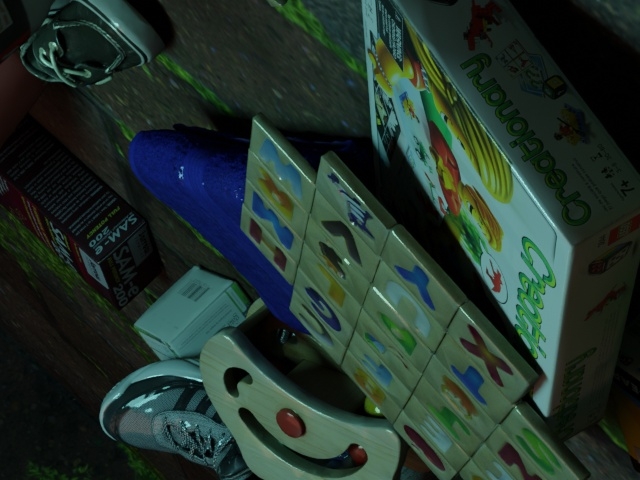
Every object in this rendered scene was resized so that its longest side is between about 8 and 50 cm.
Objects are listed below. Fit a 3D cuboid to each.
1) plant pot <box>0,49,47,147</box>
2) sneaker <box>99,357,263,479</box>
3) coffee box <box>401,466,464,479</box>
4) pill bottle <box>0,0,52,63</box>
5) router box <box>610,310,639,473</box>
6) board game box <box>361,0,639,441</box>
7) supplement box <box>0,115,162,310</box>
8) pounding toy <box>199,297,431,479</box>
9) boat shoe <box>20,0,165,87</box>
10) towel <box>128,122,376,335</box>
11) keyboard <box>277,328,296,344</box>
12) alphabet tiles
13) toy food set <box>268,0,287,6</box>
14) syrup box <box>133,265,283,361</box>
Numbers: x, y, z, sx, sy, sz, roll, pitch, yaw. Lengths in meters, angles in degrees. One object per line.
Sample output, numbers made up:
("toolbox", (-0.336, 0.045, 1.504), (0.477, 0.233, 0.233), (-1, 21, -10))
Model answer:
("plant pot", (-0.402, -0.131, 1.745), (0.275, 0.243, 0.275), (47, 177, 3))
("sneaker", (-0.097, 0.193, 1.789), (0.269, 0.153, 0.101), (-2, 126, 17))
("coffee box", (0.112, 0.274, 1.709), (0.168, 0.119, 0.297), (50, 165, -8))
("pill bottle", (-0.305, -0.166, 1.221), (0.210, 0.363, 0.210), (43, 164, 15))
("router box", (0.250, 0.131, 1.101), (0.179, 0.046, 0.133), (35, 161, 39))
("board game box", (0.095, -0.019, 1.036), (0.193, 0.053, 0.305), (57, 170, 23))
("supplement box", (-0.283, -0.043, 2.050), (0.239, 0.073, 0.130), (40, 163, 20))
("pounding toy", (0.005, 0.114, 1.639), (0.269, 0.155, 0.154), (12, 127, 38))
("boat shoe", (-0.184, -0.151, 1.491), (0.078, 0.070, 0.219), (45, 168, -16))
("towel", (0.000, 0.000, 1.412), (0.227, 0.076, 0.308), (45, 166, -26))
("keyboard", (-0.032, 0.064, 1.744), (0.108, 0.023, 0.180), (44, 164, 7))
("alphabet tiles", (0.047, 0.061, 1.196), (0.285, 0.011, 0.342), (48, 166, 9))
("toy food set", (-0.071, -0.196, 1.184), (0.122, 0.019, 0.078), (46, 168, -32))
("syrup box", (-0.074, 0.147, 1.929), (0.237, 0.096, 0.093), (53, 164, -25))
